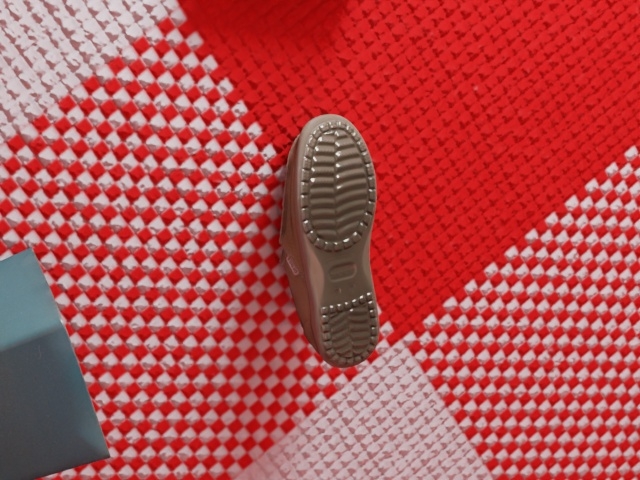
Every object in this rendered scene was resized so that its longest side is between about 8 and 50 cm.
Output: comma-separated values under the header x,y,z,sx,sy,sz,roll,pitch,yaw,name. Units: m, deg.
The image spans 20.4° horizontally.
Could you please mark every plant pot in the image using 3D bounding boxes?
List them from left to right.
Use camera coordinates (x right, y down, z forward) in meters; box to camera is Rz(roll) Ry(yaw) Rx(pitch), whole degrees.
x,y,z,sx,sy,sz,roll,pitch,yaw,name
-0.351,0.146,1.716,0.234,0.165,0.165,-20,120,-11,plant pot

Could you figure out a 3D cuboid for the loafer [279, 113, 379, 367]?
x,y,z,sx,sy,sz,roll,pitch,yaw,name
0.000,0.000,1.884,0.102,0.092,0.268,-7,98,-31,loafer
